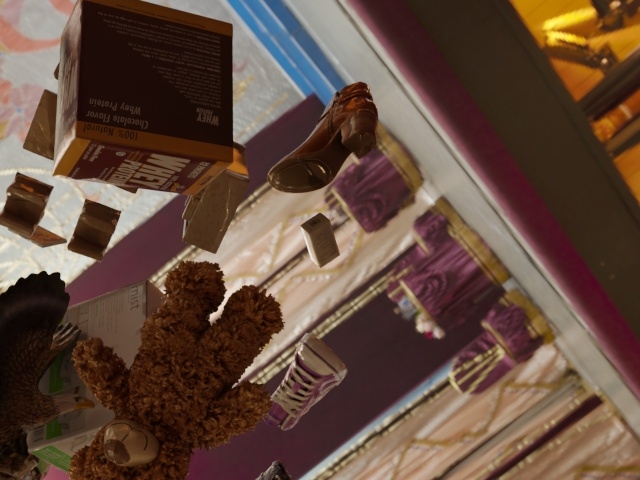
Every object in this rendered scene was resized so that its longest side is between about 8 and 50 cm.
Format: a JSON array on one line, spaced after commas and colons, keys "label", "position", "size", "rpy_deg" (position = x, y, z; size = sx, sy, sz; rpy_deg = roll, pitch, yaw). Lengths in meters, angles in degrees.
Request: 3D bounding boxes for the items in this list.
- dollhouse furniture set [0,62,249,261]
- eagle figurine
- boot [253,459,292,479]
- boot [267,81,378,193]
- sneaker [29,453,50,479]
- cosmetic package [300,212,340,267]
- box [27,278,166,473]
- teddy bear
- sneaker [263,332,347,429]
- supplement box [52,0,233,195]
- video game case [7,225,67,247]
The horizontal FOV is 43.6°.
[{"label": "dollhouse furniture set", "position": [-0.350, -0.158, 1.532], "size": [0.394, 0.362, 0.256], "rpy_deg": [23, -165, -15]}, {"label": "eagle figurine", "position": [-0.458, 0.226, 1.222], "size": [0.225, 0.226, 0.298], "rpy_deg": [28, -137, -52]}, {"label": "boot", "position": [-0.091, 0.468, 1.470], "size": [0.069, 0.086, 0.190], "rpy_deg": [43, 178, -12]}, {"label": "boot", "position": [0.004, -0.241, 1.817], "size": [0.109, 0.283, 0.220], "rpy_deg": [41, -150, -32]}, {"label": "sneaker", "position": [-0.607, 0.423, 1.361], "size": [0.118, 0.279, 0.107], "rpy_deg": [-105, -5, -76]}, {"label": "cosmetic package", "position": [0.000, 0.000, 1.791], "size": [0.041, 0.060, 0.115], "rpy_deg": [41, 156, 41]}, {"label": "box", "position": [-0.366, 0.229, 1.372], "size": [0.127, 0.231, 0.262], "rpy_deg": [58, -164, -50]}, {"label": "teddy bear", "position": [-0.177, 0.171, 0.988], "size": [0.245, 0.338, 0.113], "rpy_deg": [44, 153, 6]}, {"label": "sneaker", "position": [-0.038, 0.281, 1.499], "size": [0.102, 0.161, 0.282], "rpy_deg": [39, 159, 15]}, {"label": "supplement box", "position": [-0.220, -0.176, 0.994], "size": [0.191, 0.129, 0.194], "rpy_deg": [7, -109, -29]}, {"label": "video game case", "position": [-0.718, -0.014, 2.030], "size": [0.122, 0.011, 0.087], "rpy_deg": [23, -162, 21]}]
